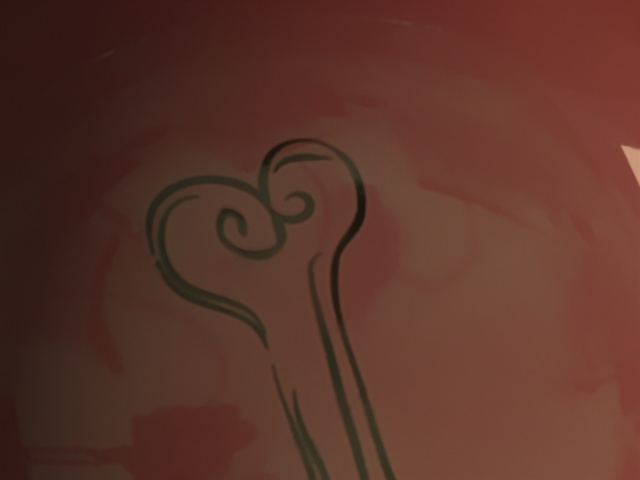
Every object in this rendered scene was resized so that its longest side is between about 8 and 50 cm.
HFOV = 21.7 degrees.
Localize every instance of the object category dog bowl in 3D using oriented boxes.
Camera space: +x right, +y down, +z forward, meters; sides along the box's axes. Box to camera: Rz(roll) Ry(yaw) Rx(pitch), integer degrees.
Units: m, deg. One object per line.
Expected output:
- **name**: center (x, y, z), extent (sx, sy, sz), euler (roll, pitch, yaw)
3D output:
- **dog bowl**: center (-0.003, 0.035, 0.433), extent (0.150, 0.408, 0.408), euler (101, 172, -66)
